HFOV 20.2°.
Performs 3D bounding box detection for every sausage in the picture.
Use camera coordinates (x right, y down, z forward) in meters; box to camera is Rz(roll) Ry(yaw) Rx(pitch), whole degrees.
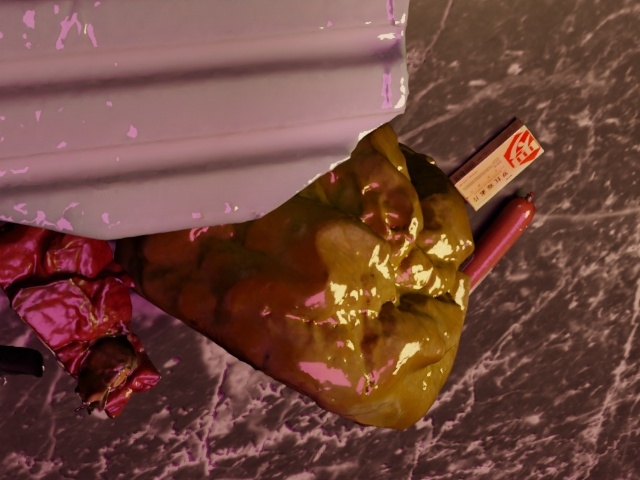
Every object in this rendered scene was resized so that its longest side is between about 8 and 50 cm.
[{"bbox_3d":[0.144,0.047,1.892,0.034,0.034,0.253,23,112,-47],"label":"sausage"}]

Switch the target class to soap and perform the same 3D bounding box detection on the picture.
[{"bbox_3d":[-0.151,-0.142,1.331,0.446,0.156,0.261,-10,113,-30],"label":"soap"}]

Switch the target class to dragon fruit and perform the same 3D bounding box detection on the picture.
[{"bbox_3d":[-0.216,0.067,1.477,0.092,0.122,0.192,-44,115,-42],"label":"dragon fruit"}]

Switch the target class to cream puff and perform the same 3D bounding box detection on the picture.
[{"bbox_3d":[-0.001,-0.001,1.560,0.324,0.291,0.257,33,83,-30],"label":"cream puff"}]

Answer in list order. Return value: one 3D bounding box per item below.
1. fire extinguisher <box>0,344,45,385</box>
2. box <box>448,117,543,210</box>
[{"bbox_3d":[-0.412,0.126,1.467,0.376,0.200,0.113,-15,118,-8],"label":"fire extinguisher"},{"bbox_3d":[0.177,-0.076,1.809,0.093,0.015,0.058,-41,143,5],"label":"box"}]
